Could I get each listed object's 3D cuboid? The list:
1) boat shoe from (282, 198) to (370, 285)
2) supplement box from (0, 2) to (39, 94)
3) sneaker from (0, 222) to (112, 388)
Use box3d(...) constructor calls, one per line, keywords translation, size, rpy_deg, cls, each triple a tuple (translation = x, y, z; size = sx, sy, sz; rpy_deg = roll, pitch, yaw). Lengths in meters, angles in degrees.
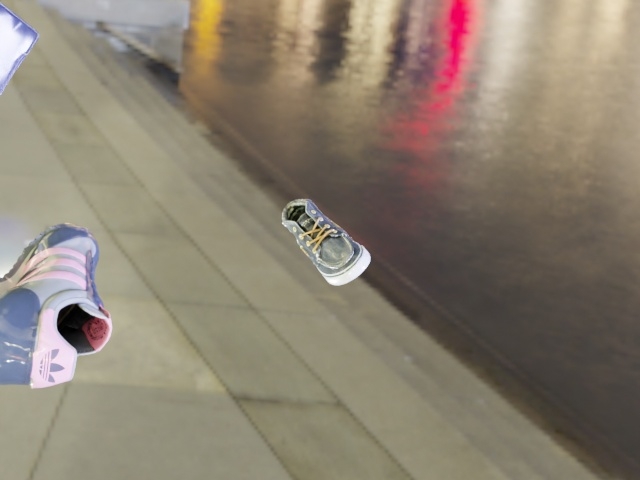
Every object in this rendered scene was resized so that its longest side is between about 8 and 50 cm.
box3d(translation=(0.000, 0.000, 1.691), size=(0.065, 0.083, 0.183), rpy_deg=(-43, 23, -5), cls="boat shoe")
box3d(translation=(-0.493, -0.192, 1.329), size=(0.356, 0.194, 0.195), rpy_deg=(10, -22, 49), cls="supplement box")
box3d(translation=(-0.272, 0.074, 1.340), size=(0.131, 0.112, 0.319), rpy_deg=(14, 23, 5), cls="sneaker")
